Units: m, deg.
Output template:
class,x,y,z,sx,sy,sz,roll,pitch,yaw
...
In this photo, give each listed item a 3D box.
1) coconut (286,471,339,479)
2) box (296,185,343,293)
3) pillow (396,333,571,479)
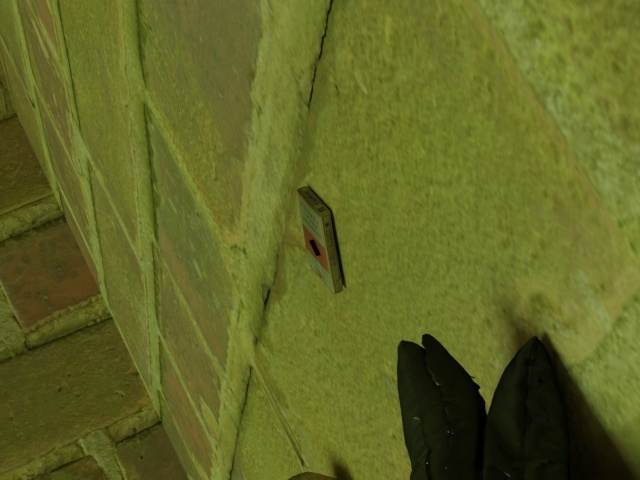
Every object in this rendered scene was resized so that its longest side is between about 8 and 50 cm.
class,x,y,z,sx,sy,sz,roll,pitch,yaw
coconut,-0.008,0.306,1.218,0.110,0.110,0.124,49,164,46
box,0.000,0.000,0.927,0.046,0.012,0.083,48,156,47
pillow,0.092,0.233,0.683,0.326,0.101,0.228,83,-170,-52
